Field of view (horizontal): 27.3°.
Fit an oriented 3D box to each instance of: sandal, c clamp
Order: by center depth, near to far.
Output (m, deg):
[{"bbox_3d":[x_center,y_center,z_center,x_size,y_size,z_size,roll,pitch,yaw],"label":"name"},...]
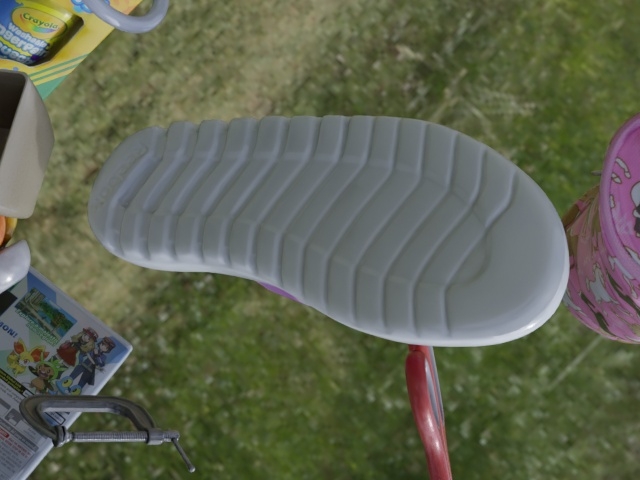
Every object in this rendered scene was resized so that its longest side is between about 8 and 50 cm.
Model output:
[{"bbox_3d":[0.006,-0.014,1.024,0.102,0.416,0.169,47,63,-55],"label":"sandal"},{"bbox_3d":[-0.220,0.187,1.333,0.161,0.137,0.022,7,111,-27],"label":"c clamp"}]

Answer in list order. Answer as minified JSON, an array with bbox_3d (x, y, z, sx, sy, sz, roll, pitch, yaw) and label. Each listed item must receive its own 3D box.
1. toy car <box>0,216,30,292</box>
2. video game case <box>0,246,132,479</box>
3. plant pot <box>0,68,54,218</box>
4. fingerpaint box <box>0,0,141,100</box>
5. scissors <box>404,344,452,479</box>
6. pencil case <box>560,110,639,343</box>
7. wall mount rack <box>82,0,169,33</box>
[{"bbox_3d":[-0.389,0.005,1.311,0.182,0.159,0.136,-35,-175,-2],"label":"toy car"},{"bbox_3d":[-0.417,0.116,1.462,0.036,0.329,0.300,-50,-178,45],"label":"video game case"},{"bbox_3d":[-0.270,-0.070,1.036,0.096,0.109,0.109,51,52,-69],"label":"plant pot"},{"bbox_3d":[-0.470,-0.360,1.592,0.445,0.163,0.371,30,124,-36],"label":"fingerpaint box"},{"bbox_3d":[0.102,0.205,1.049,0.021,0.297,0.109,-11,-165,7],"label":"scissors"},{"bbox_3d":[0.286,-0.006,1.107,0.160,0.167,0.386,-38,172,-1],"label":"pencil case"},{"bbox_3d":[-0.228,-0.308,1.036,0.130,0.350,0.304,-23,-174,30],"label":"wall mount rack"}]
